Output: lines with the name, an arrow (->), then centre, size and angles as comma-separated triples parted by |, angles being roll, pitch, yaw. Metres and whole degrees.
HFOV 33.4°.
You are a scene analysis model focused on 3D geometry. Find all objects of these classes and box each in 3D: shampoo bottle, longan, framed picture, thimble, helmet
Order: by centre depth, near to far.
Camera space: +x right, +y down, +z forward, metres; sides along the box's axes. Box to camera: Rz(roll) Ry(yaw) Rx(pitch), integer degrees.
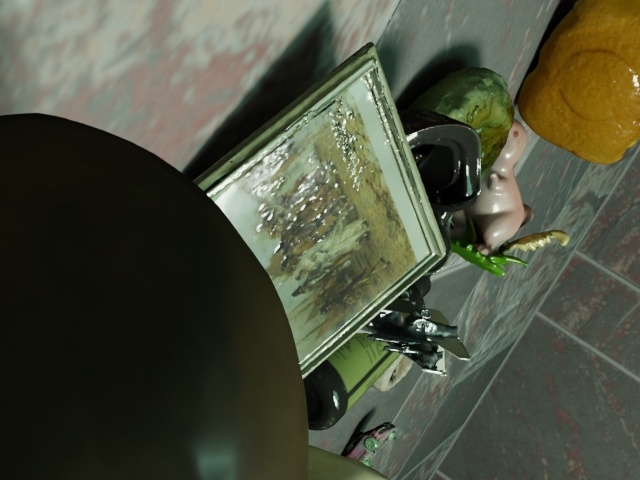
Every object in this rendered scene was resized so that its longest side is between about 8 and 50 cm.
longan -> -0.143, 0.117, 0.480 | 0.288, 0.288, 0.350 | -23, 135, -60
framed picture -> 0.000, 0.000, 0.854 | 0.217, 0.017, 0.274 | -41, 142, -9
helmet -> 0.058, -0.049, 0.967 | 0.153, 0.107, 0.177 | -2, 122, -40
shampoo bottle -> 0.054, 0.103, 1.244 | 0.284, 0.101, 0.101 | -40, 156, -43
thimble -> 0.080, 0.137, 1.394 | 0.115, 0.090, 0.102 | -25, 145, -57

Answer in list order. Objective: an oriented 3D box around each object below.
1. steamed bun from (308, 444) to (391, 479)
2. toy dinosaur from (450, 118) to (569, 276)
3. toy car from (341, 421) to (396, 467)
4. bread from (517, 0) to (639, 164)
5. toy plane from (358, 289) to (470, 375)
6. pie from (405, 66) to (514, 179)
steamed bun -> -0.115, 0.292, 0.924 | 0.339, 0.247, 0.352 | 0, 141, -49
toy dinosaur -> 0.220, -0.061, 1.386 | 0.194, 0.152, 0.177 | 36, 87, -32
toy car -> 0.076, 0.359, 1.845 | 0.069, 0.055, 0.142 | -14, 147, -53
bread -> 0.372, -0.222, 1.388 | 0.121, 0.174, 0.245 | -43, 167, -48
toy plane -> 0.066, 0.082, 1.134 | 0.234, 0.160, 0.082 | 22, 113, -31
pie -> 0.116, -0.065, 1.150 | 0.277, 0.078, 0.277 | -47, 159, -24
